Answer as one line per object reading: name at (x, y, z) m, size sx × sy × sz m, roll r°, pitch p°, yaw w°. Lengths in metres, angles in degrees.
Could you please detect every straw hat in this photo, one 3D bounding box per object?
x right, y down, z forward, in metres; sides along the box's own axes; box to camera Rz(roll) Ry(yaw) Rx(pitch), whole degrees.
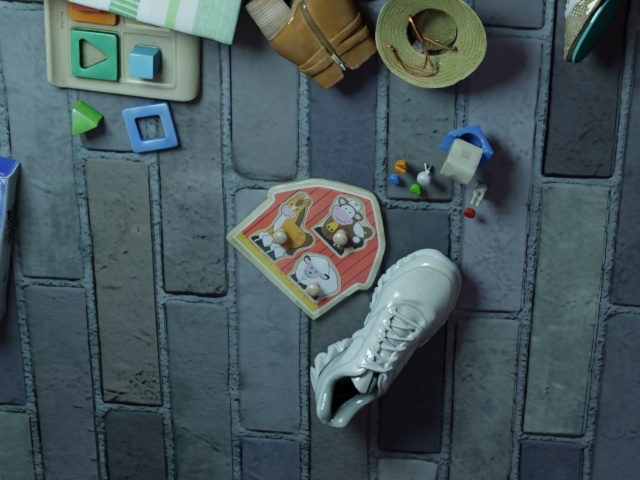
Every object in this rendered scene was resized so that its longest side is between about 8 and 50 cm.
straw hat at (0.137, -0.258, 1.799) m, size 0.144 × 0.061 × 0.144 m, roll 12°, pitch 133°, yaw 13°

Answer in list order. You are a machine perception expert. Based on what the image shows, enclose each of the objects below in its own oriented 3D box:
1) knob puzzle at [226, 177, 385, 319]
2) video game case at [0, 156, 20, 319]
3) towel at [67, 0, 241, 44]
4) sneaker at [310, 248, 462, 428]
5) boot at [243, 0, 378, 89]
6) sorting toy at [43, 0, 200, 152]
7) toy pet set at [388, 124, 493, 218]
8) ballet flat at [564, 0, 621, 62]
knob puzzle at (0.000, 0.000, 1.974) m, size 0.213 × 0.030 × 0.213 m, roll 3°, pitch 118°, yaw 6°
video game case at (-0.554, -0.018, 2.025) m, size 0.269 × 0.061 × 0.244 m, roll 12°, pitch 120°, yaw 1°
towel at (-0.233, -0.391, 1.770) m, size 0.325 × 0.038 × 0.248 m, roll 14°, pitch 106°, yaw -1°
sneaker at (0.088, 0.137, 1.987) m, size 0.110 × 0.118 × 0.292 m, roll 33°, pitch 116°, yaw -8°
boot at (0.025, -0.285, 1.802) m, size 0.197 × 0.073 × 0.152 m, roll -34°, pitch 114°, yaw 25°
sorting toy at (-0.249, -0.262, 1.859) m, size 0.196 × 0.047 × 0.347 m, roll 5°, pitch 118°, yaw 5°
toy pet set at (0.164, -0.099, 1.894) m, size 0.122 × 0.065 × 0.114 m, roll 24°, pitch 153°, yaw -2°
ballet flat at (0.331, -0.306, 1.753) m, size 0.067 × 0.073 × 0.206 m, roll 41°, pitch 116°, yaw 17°
